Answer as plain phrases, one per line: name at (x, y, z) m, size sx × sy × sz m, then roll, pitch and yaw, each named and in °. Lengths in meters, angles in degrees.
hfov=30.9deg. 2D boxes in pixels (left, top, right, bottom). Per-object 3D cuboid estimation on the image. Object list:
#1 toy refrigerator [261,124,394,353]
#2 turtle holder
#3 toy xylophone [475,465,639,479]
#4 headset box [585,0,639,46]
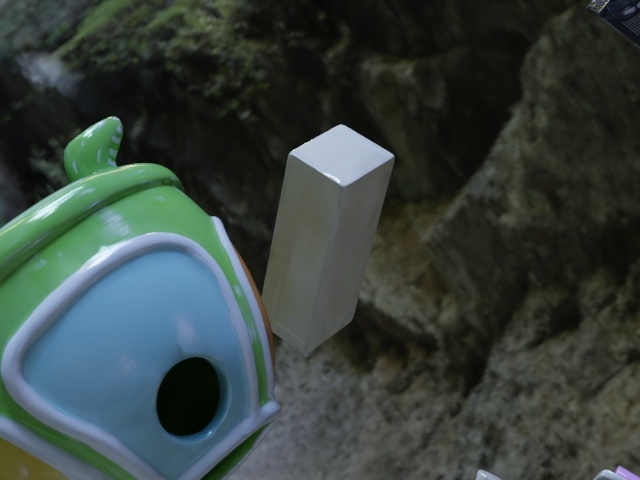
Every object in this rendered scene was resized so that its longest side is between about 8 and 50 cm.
toy refrigerator at (0.000, 0.000, 1.427) m, size 0.094 × 0.102 × 0.269 m, roll 34°, pitch -46°, yaw 24°
turtle holder at (-0.169, 0.094, 0.766) m, size 0.227 × 0.243 × 0.320 m, roll 46°, pitch 36°, yaw 10°
toy xylophone at (0.208, 0.352, 1.053) m, size 0.236 × 0.323 × 0.081 m, roll 21°, pitch -1°, yaw 13°
headset box at (0.502, -0.381, 1.548) m, size 0.131 × 0.283 × 0.246 m, roll 38°, pitch 16°, yaw -1°
